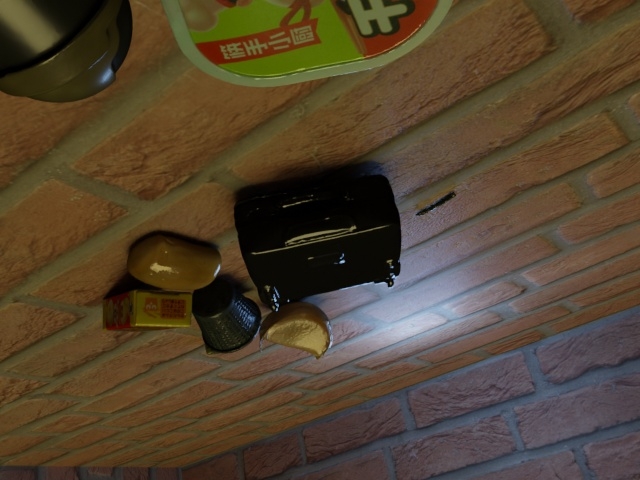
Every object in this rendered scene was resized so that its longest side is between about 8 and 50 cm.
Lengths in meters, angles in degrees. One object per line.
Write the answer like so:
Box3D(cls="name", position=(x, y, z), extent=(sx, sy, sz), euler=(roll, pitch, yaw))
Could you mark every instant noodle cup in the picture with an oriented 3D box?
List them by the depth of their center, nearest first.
Box3D(cls="instant noodle cup", position=(-0.032, -0.352, 0.621), extent=(0.294, 0.307, 0.294), euler=(-9, 153, -5))

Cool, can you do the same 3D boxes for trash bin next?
Box3D(cls="trash bin", position=(-0.341, -0.294, 0.725), extent=(0.214, 0.214, 0.334), euler=(-20, 144, 14))
Box3D(cls="trash bin", position=(-0.261, 0.186, 1.761), extent=(0.176, 0.175, 0.161), euler=(-15, 141, 6))

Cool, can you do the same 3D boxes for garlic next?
Box3D(cls="garlic", position=(-0.073, 0.262, 1.970), extent=(0.245, 0.164, 0.145), euler=(13, 161, -31))

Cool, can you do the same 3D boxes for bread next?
Box3D(cls="bread", position=(-0.336, 0.062, 1.542), extent=(0.217, 0.098, 0.147), euler=(16, 146, -42))

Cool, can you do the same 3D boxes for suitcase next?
Box3D(cls="suitcase", position=(0.000, 0.000, 1.458), extent=(0.346, 0.188, 0.339), euler=(-10, 155, 0))

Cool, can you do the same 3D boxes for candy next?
Box3D(cls="candy", position=(-0.435, 0.178, 1.647), extent=(0.146, 0.087, 0.276), euler=(5, 168, -34))

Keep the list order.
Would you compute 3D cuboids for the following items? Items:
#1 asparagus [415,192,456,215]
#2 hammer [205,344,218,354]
Box3D(cls="asparagus", position=(0.277, -0.085, 1.601), extent=(0.114, 0.014, 0.015), euler=(-33, 113, 34))
Box3D(cls="hammer", position=(-0.299, 0.300, 2.082), extent=(0.159, 0.041, 0.226), euler=(3, 149, -24))
